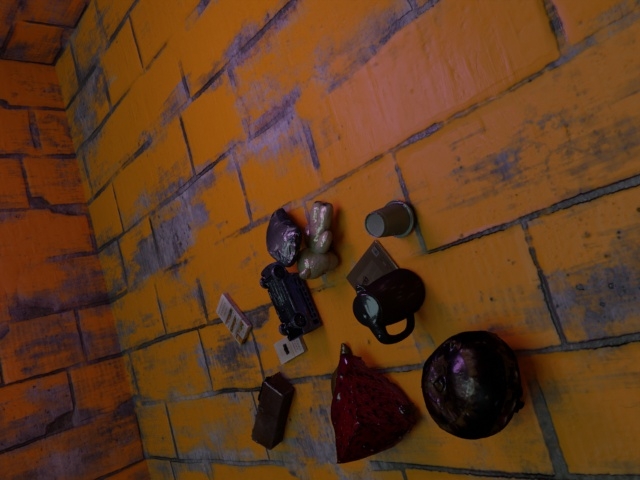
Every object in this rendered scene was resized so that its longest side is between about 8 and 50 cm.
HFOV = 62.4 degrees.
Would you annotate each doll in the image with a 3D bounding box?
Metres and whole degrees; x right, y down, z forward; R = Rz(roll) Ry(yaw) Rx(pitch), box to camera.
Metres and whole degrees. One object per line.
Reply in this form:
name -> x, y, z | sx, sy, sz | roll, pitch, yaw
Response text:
doll -> 0.002, 0.001, 1.864 | 0.149, 0.175, 0.278 | 11, 98, 6

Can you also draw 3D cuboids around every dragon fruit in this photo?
dragon fruit -> 0.143, 0.516, 1.718 | 0.240, 0.302, 0.330 | 69, -177, -65

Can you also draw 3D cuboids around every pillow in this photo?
pillow -> -0.137, -0.016, 1.925 | 0.162, 0.092, 0.335 | -68, 20, 11

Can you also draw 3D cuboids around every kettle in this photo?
kettle -> 0.203, 0.202, 1.583 | 0.144, 0.232, 0.202 | -29, 83, 42

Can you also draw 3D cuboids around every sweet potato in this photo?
sweet potato -> 0.095, 0.541, 1.877 | 0.108, 0.079, 0.346 | -18, 81, 18

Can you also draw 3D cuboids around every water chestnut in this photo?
water chestnut -> 0.425, 0.385, 1.405 | 0.300, 0.300, 0.300 | 10, 103, 45

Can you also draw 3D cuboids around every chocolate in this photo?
chocolate -> -0.193, 0.707, 2.179 | 0.111, 0.111, 0.321 | 26, 115, 31

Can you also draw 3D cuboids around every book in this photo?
book -> 0.173, 0.112, 1.761 | 0.138, 0.016, 0.199 | 54, 130, 25

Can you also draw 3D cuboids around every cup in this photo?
cup -> 0.207, -0.061, 1.609 | 0.120, 0.141, 0.120 | 10, 104, 42

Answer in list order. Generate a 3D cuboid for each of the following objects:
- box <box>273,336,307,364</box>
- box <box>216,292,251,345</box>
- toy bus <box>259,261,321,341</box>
box -> -0.122, 0.428, 2.112 | 0.167, 0.024, 0.090 | -39, 69, 42
box -> -0.392, 0.352, 2.371 | 0.220, 0.032, 0.122 | 45, 125, 31
toy bus -> -0.114, 0.219, 1.993 | 0.125, 0.133, 0.292 | -38, 72, 48
